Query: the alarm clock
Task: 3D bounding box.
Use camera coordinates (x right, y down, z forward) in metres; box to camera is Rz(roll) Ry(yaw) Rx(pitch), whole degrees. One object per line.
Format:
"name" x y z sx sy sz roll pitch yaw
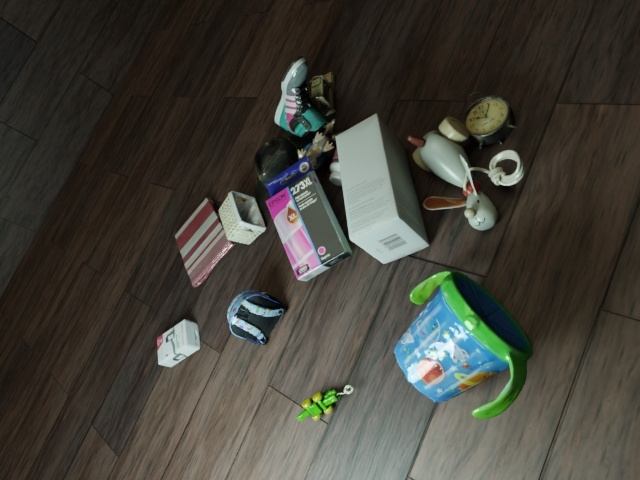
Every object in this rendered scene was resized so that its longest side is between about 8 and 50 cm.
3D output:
"alarm clock" 0.455 -0.342 1.289 0.129 0.064 0.192 -29 56 23

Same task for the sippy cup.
"sippy cup" 0.293 0.225 1.026 0.240 0.305 0.224 42 112 0

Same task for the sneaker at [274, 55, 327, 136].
"sneaker" -0.053 -0.464 1.605 0.178 0.295 0.124 38 58 8

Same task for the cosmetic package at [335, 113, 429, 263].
"cosmetic package" 0.170 -0.147 1.321 0.155 0.197 0.365 -25 52 27

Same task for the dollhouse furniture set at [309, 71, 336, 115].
"dollhouse furniture set" -0.036 -0.549 1.756 0.161 0.101 0.181 -18 57 30

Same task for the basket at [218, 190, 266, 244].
"basket" -0.287 -0.080 1.691 0.103 0.113 0.167 -46 49 28

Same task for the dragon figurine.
"dragon figurine" -0.026 -0.290 1.587 0.289 0.085 0.144 -49 3 5

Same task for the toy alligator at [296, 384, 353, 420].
"toy alligator" 0.014 0.421 1.244 0.190 0.056 0.051 -36 9 18

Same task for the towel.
"towel" -0.467 -0.002 1.852 0.237 0.037 0.329 -47 46 11

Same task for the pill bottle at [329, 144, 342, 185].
"pill bottle" 0.080 -0.258 1.522 0.086 0.086 0.152 5 70 39

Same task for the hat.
"hat" -0.158 -0.273 1.686 0.331 0.134 0.331 -17 58 29

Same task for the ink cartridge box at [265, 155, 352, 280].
"ink cartridge box" -0.054 -0.077 1.441 0.176 0.069 0.370 -31 66 19

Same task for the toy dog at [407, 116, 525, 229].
"toy dog" 0.332 -0.185 1.217 0.333 0.161 0.220 52 131 46

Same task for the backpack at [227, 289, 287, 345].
"backpack" -0.215 0.225 1.439 0.117 0.173 0.158 31 89 43

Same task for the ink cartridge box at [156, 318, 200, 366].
"ink cartridge box" -0.508 0.366 1.668 0.150 0.063 0.109 -35 50 19

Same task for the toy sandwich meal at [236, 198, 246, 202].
"toy sandwich meal" -0.307 -0.142 1.802 0.086 0.029 0.085 -18 57 30
